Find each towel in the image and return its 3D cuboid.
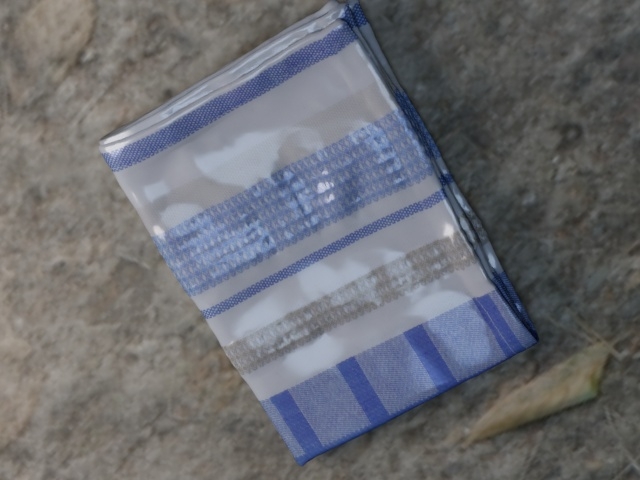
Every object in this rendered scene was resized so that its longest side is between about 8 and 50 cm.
[{"bbox_3d":[0.000,0.000,1.165,0.209,0.034,0.285,-28,104,13],"label":"towel"}]
